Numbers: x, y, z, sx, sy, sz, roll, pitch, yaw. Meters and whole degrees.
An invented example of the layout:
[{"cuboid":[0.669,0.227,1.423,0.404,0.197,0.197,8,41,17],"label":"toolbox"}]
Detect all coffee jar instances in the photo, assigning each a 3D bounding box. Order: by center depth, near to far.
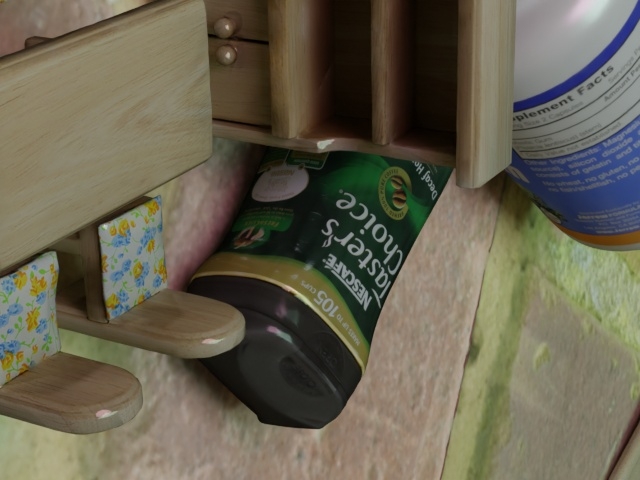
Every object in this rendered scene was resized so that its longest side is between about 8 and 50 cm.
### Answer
[{"cuboid":[0.000,0.000,0.752,0.096,0.079,0.184,50,54,-38],"label":"coffee jar"}]

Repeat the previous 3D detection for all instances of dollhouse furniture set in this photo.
[{"cuboid":[-0.041,-0.059,0.603,0.242,0.161,0.212,-34,129,-53],"label":"dollhouse furniture set"}]

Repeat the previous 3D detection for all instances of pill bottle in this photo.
[{"cuboid":[0.138,-0.119,0.868,0.272,0.152,0.152,41,59,-42],"label":"pill bottle"}]

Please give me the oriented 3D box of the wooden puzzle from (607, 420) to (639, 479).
[{"cuboid":[0.311,0.188,1.161,0.239,0.044,0.221,-57,130,-35],"label":"wooden puzzle"}]
